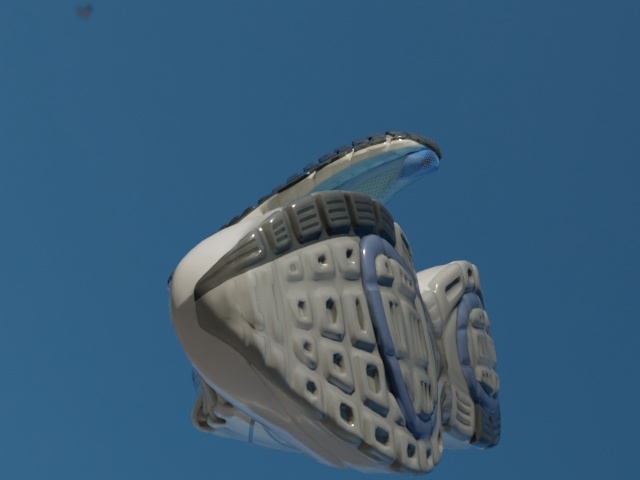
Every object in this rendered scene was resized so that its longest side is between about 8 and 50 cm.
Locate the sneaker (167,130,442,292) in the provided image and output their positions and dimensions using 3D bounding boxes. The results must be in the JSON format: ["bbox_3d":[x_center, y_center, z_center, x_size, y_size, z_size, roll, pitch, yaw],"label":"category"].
[{"bbox_3d":[0.000,0.000,0.937,0.162,0.063,0.073,-35,-84,8],"label":"sneaker"}]

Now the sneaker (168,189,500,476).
[{"bbox_3d":[-0.007,0.055,0.739,0.129,0.297,0.111,-9,-104,15],"label":"sneaker"}]
